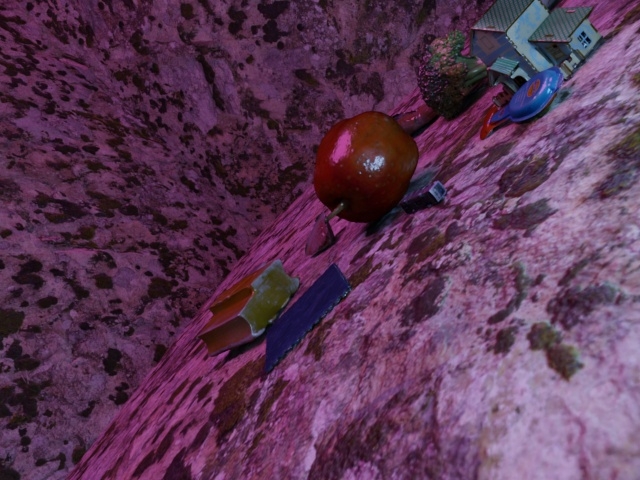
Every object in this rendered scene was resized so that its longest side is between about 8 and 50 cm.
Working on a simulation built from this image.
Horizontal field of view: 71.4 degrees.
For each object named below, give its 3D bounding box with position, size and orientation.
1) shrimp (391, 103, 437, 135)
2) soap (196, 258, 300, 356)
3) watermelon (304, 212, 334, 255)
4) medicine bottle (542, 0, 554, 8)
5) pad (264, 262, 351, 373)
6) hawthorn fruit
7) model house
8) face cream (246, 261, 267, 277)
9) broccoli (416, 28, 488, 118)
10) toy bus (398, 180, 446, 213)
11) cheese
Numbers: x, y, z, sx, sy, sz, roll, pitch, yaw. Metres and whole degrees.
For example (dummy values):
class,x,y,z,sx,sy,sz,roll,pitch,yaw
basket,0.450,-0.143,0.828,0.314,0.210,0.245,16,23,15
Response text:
class,x,y,z,sx,sy,sz,roll,pitch,yaw
shrimp,0.368,-0.501,1.841,0.221,0.110,0.446,-41,13,-9
soap,-0.223,0.207,1.339,0.281,0.143,0.259,-29,18,43
watermelon,0.001,-0.005,1.461,0.180,0.081,0.094,122,167,-53
medicine bottle,0.751,-0.884,1.592,0.293,0.170,0.170,-47,10,-5
pad,-0.039,0.172,1.070,0.269,0.012,0.269,-45,10,0
hawthorn fruit,0.094,-0.164,1.155,0.330,0.287,0.287,-57,14,-28
model house,0.433,-0.432,0.985,0.178,0.206,0.271,-46,11,-4
face cream,-0.198,0.142,1.560,0.117,0.104,0.117,-44,9,9
broccoli,0.424,-0.546,1.455,0.260,0.235,0.288,-34,52,54
toy bus,0.225,-0.094,0.986,0.052,0.037,0.131,-45,8,-21
cheese,0.413,-0.282,0.932,0.256,0.037,0.106,155,138,-76
